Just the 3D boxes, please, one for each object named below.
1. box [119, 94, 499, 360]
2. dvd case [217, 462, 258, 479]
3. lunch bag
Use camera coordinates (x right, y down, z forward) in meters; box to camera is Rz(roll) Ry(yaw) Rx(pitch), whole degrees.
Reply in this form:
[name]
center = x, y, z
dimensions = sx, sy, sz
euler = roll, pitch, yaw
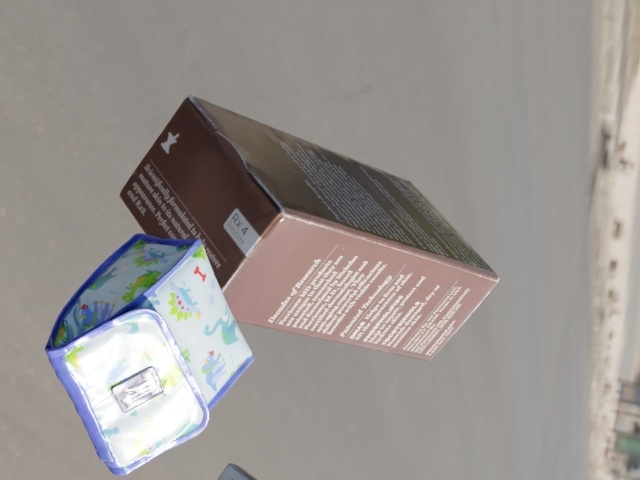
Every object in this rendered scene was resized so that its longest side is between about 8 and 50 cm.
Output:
[box]
center = 0.000, 0.000, 1.273
dimensions = 0.381, 0.191, 0.143
euler = 19, 115, -50
[dvd case]
center = -0.039, 0.337, 1.066
dimensions = 0.179, 0.238, 0.029
euler = -56, 154, -4
[lunch bag]
center = -0.137, 0.087, 0.945
dimensions = 0.151, 0.096, 0.129
euler = -46, 127, -38
